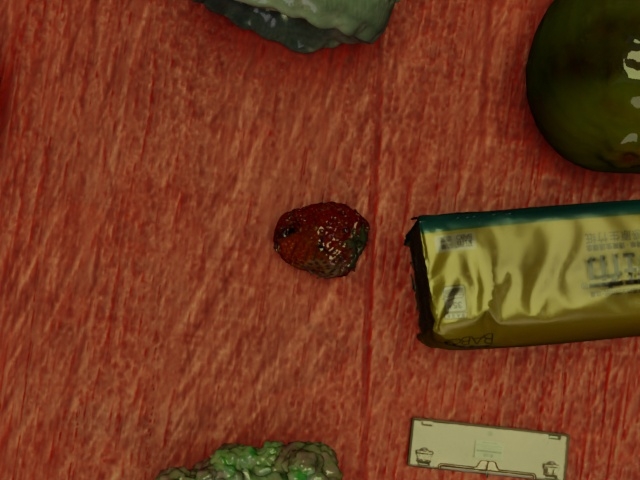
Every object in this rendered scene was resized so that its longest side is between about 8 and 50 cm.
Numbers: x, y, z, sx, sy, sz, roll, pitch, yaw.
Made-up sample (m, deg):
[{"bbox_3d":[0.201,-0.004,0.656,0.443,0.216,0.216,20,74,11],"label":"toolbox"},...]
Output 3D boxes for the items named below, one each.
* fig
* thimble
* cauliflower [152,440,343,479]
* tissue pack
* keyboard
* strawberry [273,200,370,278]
[{"bbox_3d":[0.308,-0.184,1.609,0.207,0.207,0.230,4,86,-1],"label":"fig"},{"bbox_3d":[-0.019,-0.283,1.599,0.205,0.250,0.172,17,91,35],"label":"thimble"},{"bbox_3d":[-0.048,0.329,1.530,0.239,0.315,0.256,-31,132,-9],"label":"cauliflower"},{"bbox_3d":[0.227,0.036,1.598,0.271,0.192,0.134,-5,85,-1],"label":"tissue pack"},{"bbox_3d":[0.174,0.219,1.671,0.166,0.017,0.055,6,81,-1],"label":"keyboard"},{"bbox_3d":[0.000,0.000,1.649,0.096,0.083,0.083,17,86,-1],"label":"strawberry"}]
